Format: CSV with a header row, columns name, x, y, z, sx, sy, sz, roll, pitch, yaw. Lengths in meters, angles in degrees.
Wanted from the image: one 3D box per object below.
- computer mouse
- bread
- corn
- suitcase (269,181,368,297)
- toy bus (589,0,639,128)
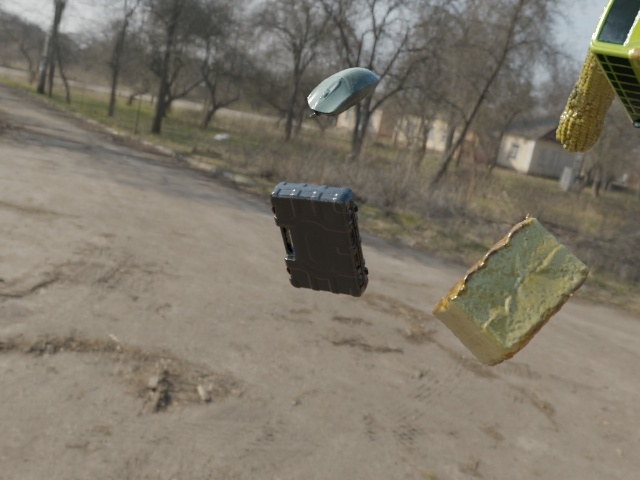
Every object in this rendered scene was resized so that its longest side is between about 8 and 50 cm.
name,x,y,z,sx,sy,sz,roll,pitch,yaw
computer mouse,0.056,-0.401,1.851,0.229,0.068,0.113,-35,48,-22
bread,0.433,0.125,1.624,0.207,0.279,0.279,47,-12,10
corn,0.519,-0.277,1.345,0.086,0.288,0.087,-1,51,1
suitcase,0.000,0.000,1.650,0.206,0.286,0.066,7,38,26
toy bus,0.490,-0.251,0.992,0.150,0.128,0.262,25,-1,39
